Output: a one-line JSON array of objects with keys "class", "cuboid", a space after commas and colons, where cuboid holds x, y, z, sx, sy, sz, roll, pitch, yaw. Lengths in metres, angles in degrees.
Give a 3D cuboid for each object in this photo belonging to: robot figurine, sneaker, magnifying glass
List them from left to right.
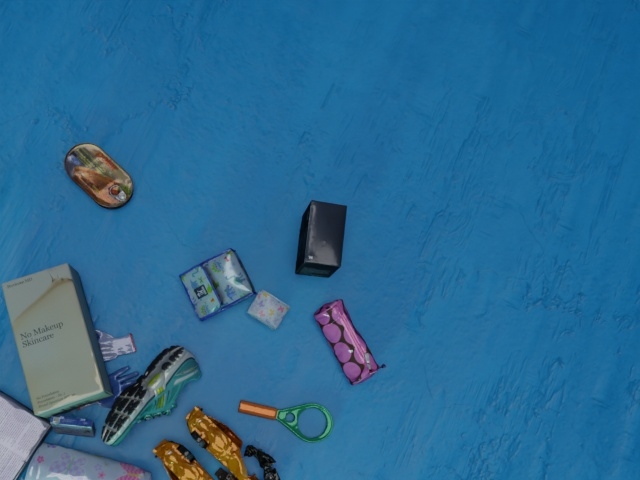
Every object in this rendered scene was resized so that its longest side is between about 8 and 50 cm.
[{"class": "sneaker", "cuboid": [-0.381, 0.368, 1.731, 0.275, 0.107, 0.110, -45, 117, -22]}, {"class": "robot figurine", "cuboid": [-0.230, 0.530, 1.733, 0.291, 0.085, 0.211, 44, 74, 3]}, {"class": "magnifying glass", "cuboid": [-0.082, 0.423, 1.816, 0.231, 0.026, 0.092, 15, 75, -8]}]

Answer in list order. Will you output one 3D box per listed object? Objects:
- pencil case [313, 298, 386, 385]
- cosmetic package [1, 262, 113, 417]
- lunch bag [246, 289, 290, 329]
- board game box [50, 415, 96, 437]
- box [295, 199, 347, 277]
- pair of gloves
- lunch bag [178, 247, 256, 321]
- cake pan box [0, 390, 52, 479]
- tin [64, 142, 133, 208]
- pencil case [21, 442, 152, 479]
[{"class": "pencil case", "cuboid": [0.066, 0.243, 1.843, 0.095, 0.098, 0.209, -30, 83, -15]}, {"class": "cosmetic package", "cuboid": [-0.594, 0.227, 1.711, 0.160, 0.113, 0.309, -19, 76, -9]}, {"class": "lunch bag", "cuboid": [-0.129, 0.168, 1.852, 0.083, 0.053, 0.071, 33, 76, -11]}, {"class": "board game box", "cuboid": [-0.555, 0.418, 1.701, 0.090, 0.090, 0.020, 9, 60, -8]}, {"class": "box", "cuboid": [0.000, 0.000, 1.857, 0.093, 0.158, 0.156, 8, 76, -8]}, {"class": "pair of gloves", "cuboid": [-0.505, 0.300, 1.773, 0.159, 0.023, 0.198, -11, 80, -12]}, {"class": "lunch bag", "cuboid": [-0.250, 0.107, 1.829, 0.151, 0.096, 0.129, -26, 85, 0]}, {"class": "cake pan box", "cuboid": [-0.768, 0.459, 1.669, 0.245, 0.070, 0.267, 30, 74, 1]}, {"class": "tin", "cuboid": [-0.544, -0.158, 1.866, 0.189, 0.040, 0.106, 44, 78, 2]}, {"class": "pencil case", "cuboid": [-0.510, 0.537, 1.668, 0.273, 0.113, 0.124, 19, 54, -4]}]
